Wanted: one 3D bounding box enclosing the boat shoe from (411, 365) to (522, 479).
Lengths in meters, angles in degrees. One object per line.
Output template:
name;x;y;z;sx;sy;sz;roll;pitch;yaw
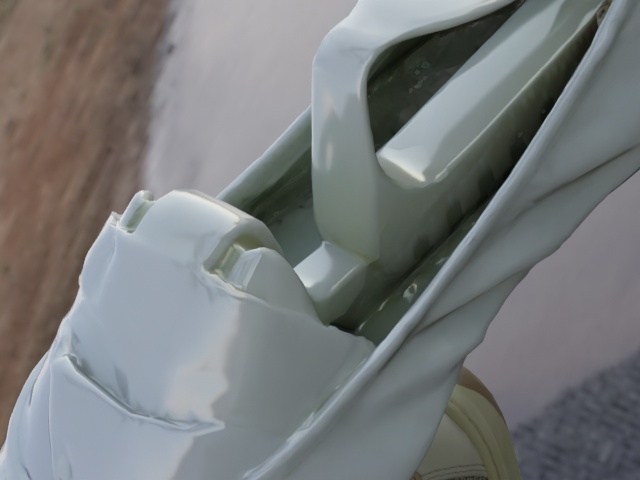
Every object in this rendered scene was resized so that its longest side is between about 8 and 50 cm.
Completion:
boat shoe;0.053;0.214;0.821;0.122;0.341;0.110;-9;26;26

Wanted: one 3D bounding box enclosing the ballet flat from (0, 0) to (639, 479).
ballet flat;0.000;0.000;0.638;0.400;0.139;0.139;-47;8;-23
